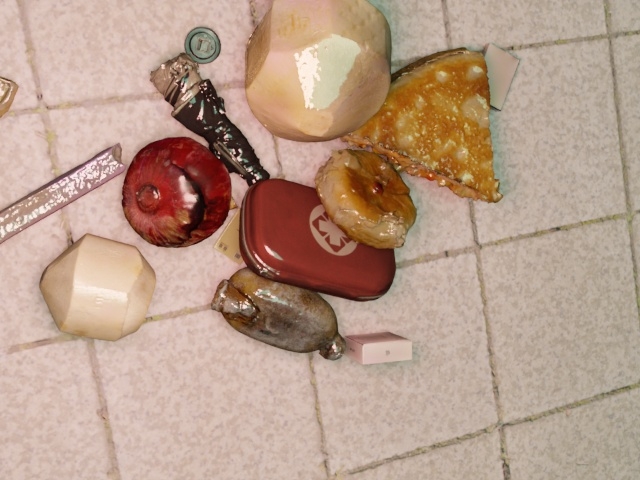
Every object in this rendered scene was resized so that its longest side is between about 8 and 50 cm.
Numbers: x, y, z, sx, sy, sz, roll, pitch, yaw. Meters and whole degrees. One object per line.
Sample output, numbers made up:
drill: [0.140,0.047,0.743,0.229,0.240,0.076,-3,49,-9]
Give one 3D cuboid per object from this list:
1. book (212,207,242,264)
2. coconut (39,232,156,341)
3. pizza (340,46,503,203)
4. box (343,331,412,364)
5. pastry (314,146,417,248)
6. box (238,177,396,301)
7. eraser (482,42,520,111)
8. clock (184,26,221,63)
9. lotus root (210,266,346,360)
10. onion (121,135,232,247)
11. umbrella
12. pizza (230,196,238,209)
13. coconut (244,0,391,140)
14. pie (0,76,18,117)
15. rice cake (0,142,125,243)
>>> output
book: [-0.192,-0.010,1.845,0.077,0.014,0.111,35,83,-20]
coconut: [-0.473,0.098,1.651,0.241,0.241,0.241,-2,95,-20]
pizza: [0.291,-0.241,1.931,0.440,0.130,0.406,-34,94,-18]
box: [0.138,0.262,1.922,0.129,0.130,0.051,-3,94,-19]
pastry: [0.112,-0.104,1.794,0.257,0.121,0.235,23,47,-23]
box: [0.000,0.000,1.802,0.404,0.108,0.263,15,55,-29]
eraser: [0.449,-0.424,2.038,0.104,0.023,0.150,22,86,-20]
clock: [-0.268,-0.443,1.784,0.085,0.017,0.085,-2,95,-19]
lotus root: [-0.085,0.168,1.822,0.350,0.175,0.175,28,85,-22]
onion: [-0.316,-0.100,1.690,0.247,0.190,0.246,3,99,21]
umbrella: [-0.236,-0.257,1.761,0.113,0.106,0.357,-36,109,6]
pizza: [-0.246,-0.120,1.812,0.123,0.026,0.108,9,88,-18]
coconut: [-0.003,-0.368,1.718,0.353,0.353,0.352,-2,95,-20]
pie: [-0.788,-0.355,1.577,0.338,0.075,0.337,-2,97,-15]
rice cake: [-0.584,-0.083,1.671,0.399,0.070,0.064,-34,108,-14]
